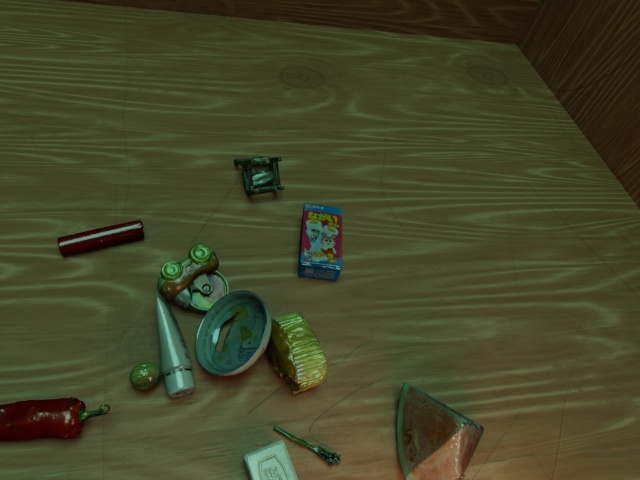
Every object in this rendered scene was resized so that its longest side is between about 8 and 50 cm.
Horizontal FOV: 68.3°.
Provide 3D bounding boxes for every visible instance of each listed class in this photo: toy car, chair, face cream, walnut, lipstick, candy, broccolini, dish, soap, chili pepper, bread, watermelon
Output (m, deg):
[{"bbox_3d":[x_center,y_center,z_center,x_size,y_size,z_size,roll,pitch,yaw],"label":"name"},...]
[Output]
[{"bbox_3d":[-0.419,0.150,1.598,0.235,0.145,0.235,9,64,-19],"label":"toy car"},{"bbox_3d":[-0.262,-0.275,1.978,0.136,0.147,0.270,-11,12,-24],"label":"chair"},{"bbox_3d":[-0.460,0.321,1.456,0.089,0.143,0.314,-20,63,-7],"label":"face cream"},{"bbox_3d":[-0.518,0.401,1.395,0.092,0.092,0.092,7,51,-8],"label":"walnut"},{"bbox_3d":[-0.771,-0.012,1.669,0.280,0.073,0.073,-14,57,-23],"label":"lipstick"},{"bbox_3d":[0.000,0.001,1.828,0.157,0.100,0.305,7,52,-7],"label":"candy"},{"bbox_3d":[-0.040,0.600,1.391,0.218,0.044,0.042,25,66,14],"label":"broccolini"},{"bbox_3d":[-0.251,0.309,1.500,0.273,0.134,0.273,-16,52,22],"label":"dish"},{"bbox_3d":[-0.128,0.663,1.296,0.122,0.063,0.183,-13,57,-25],"label":"soap"},{"bbox_3d":[-0.760,0.481,1.265,0.388,0.110,0.110,-2,53,-8],"label":"chili pepper"},{"bbox_3d":[-0.086,0.349,1.482,0.133,0.179,0.250,-12,54,-27],"label":"bread"},{"bbox_3d":[0.321,0.561,1.383,0.251,0.292,0.283,7,45,31],"label":"watermelon"}]
